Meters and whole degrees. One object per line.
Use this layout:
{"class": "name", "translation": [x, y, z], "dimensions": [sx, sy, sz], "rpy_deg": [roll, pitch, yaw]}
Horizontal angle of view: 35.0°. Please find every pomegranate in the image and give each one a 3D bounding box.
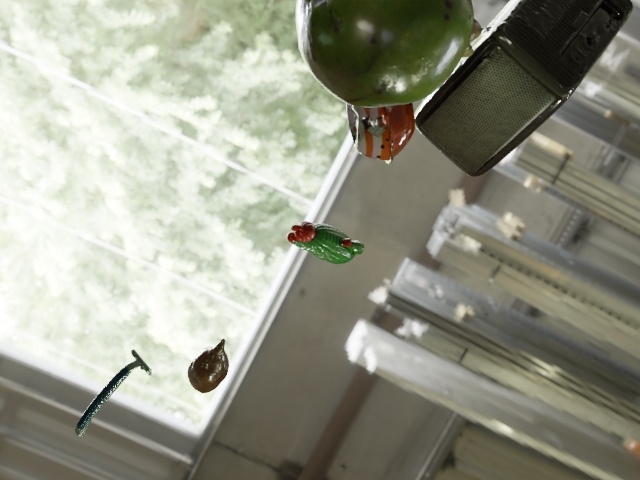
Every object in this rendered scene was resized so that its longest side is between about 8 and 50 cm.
{"class": "pomegranate", "translation": [0.106, -0.276, 1.306], "dimensions": [0.236, 0.236, 0.302], "rpy_deg": [37, -162, 36]}

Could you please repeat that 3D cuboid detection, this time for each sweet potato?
{"class": "sweet potato", "translation": [-0.137, 0.153, 1.284], "dimensions": [0.049, 0.117, 0.049], "rpy_deg": [11, -126, -16]}

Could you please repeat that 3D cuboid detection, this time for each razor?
{"class": "razor", "translation": [-0.403, 0.293, 1.920], "dimensions": [0.068, 0.191, 0.037], "rpy_deg": [42, 179, 38]}

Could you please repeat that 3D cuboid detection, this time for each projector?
{"class": "projector", "translation": [0.448, -0.400, 2.287], "dimensions": [0.242, 0.405, 0.395], "rpy_deg": [43, -123, -1]}

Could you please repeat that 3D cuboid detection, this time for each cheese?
{"class": "cheese", "translation": [0.124, -0.276, 2.060], "dimensions": [0.129, 0.216, 0.329], "rpy_deg": [-12, 163, -4]}

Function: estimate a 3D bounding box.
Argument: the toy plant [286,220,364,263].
{"class": "toy plant", "translation": [-0.003, 0.003, 2.610], "dimensions": [0.240, 0.088, 0.155], "rpy_deg": [16, 166, -29]}
